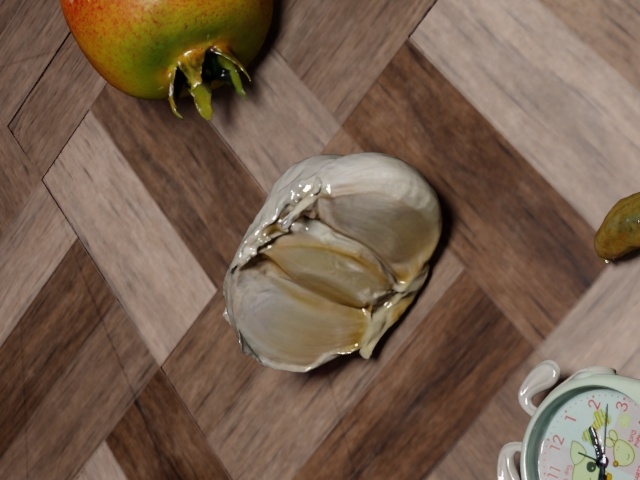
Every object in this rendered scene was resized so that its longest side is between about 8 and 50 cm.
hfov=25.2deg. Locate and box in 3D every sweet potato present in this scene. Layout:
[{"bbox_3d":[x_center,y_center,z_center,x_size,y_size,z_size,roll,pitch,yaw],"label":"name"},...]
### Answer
[{"bbox_3d":[0.300,-0.021,1.139,0.182,0.053,0.054,-6,36,37],"label":"sweet potato"}]

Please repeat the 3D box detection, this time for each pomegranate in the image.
[{"bbox_3d":[-0.153,-0.236,1.477,0.221,0.221,0.256,-38,59,28],"label":"pomegranate"}]

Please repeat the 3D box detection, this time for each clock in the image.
[{"bbox_3d":[0.229,0.177,1.140,0.191,0.062,0.151,21,94,43],"label":"clock"}]

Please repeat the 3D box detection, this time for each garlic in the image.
[{"bbox_3d":[0.000,0.000,1.320,0.229,0.178,0.142,-44,36,19],"label":"garlic"}]
